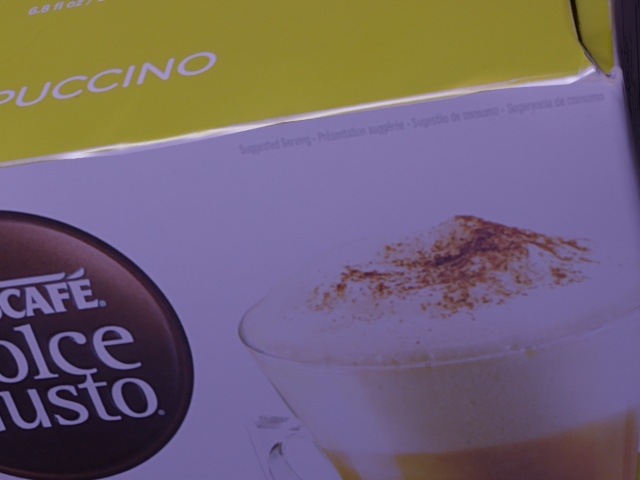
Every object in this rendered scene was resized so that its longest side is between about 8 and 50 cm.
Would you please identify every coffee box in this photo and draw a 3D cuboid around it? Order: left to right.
[{"bbox_3d":[0.000,0.000,0.865,0.338,0.334,0.338,-8,34,14],"label":"coffee box"}]
